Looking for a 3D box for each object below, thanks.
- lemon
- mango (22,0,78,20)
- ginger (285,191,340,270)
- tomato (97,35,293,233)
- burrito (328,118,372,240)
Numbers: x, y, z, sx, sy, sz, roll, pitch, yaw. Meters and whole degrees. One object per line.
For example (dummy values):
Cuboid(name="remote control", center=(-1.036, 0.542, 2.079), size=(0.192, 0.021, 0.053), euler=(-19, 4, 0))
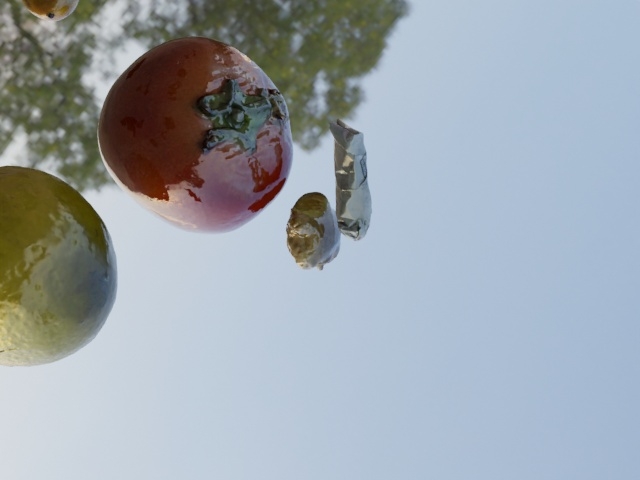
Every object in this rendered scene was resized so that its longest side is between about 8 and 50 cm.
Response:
Cuboid(name="lemon", center=(-0.435, 0.040, 1.599), size=(0.297, 0.297, 0.297), euler=(-38, -150, 27))
Cuboid(name="mango", center=(-0.443, -0.419, 1.811), size=(0.098, 0.075, 0.190), euler=(-14, -131, -4))
Cuboid(name="ginger", center=(0.000, 0.000, 1.925), size=(0.086, 0.294, 0.131), euler=(-2, -101, 8))
Cuboid(name="tomato", center=(-0.202, -0.160, 1.774), size=(0.321, 0.321, 0.321), euler=(-38, -150, 27))
Cuboid(name="burrito", center=(0.048, -0.093, 1.746), size=(0.064, 0.203, 0.064), euler=(-5, -153, 2))
